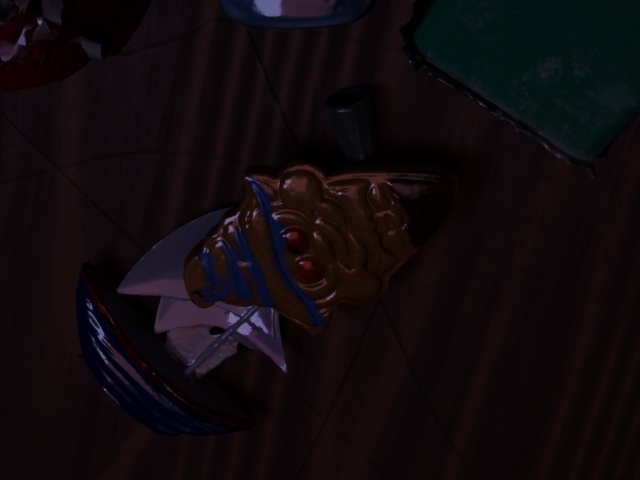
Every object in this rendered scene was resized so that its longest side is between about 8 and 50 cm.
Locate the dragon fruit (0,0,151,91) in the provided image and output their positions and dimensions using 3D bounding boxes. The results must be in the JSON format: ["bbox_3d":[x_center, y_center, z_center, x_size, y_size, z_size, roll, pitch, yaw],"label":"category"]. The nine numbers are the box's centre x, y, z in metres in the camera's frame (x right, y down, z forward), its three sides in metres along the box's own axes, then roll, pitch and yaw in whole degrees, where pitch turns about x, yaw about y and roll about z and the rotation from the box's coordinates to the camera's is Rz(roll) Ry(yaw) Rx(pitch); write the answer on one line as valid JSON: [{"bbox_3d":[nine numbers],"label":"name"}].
[{"bbox_3d":[-0.267,-0.262,1.523,0.295,0.302,0.296,-1,131,-1],"label":"dragon fruit"}]

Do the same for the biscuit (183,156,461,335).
[{"bbox_3d":[0.000,0.000,1.721,0.280,0.043,0.183,-19,122,19],"label":"biscuit"}]

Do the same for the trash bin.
[{"bbox_3d":[0.246,-0.254,1.429,0.259,0.295,0.381,32,126,-4],"label":"trash bin"}]

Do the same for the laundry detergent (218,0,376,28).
[{"bbox_3d":[-0.031,-0.320,1.562,0.143,0.094,0.290,1,118,18],"label":"laundry detergent"}]

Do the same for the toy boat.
[{"bbox_3d":[-0.118,0.049,1.803,0.219,0.072,0.318,22,118,-2],"label":"toy boat"}]

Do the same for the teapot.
[{"bbox_3d":[0.037,-0.079,1.707,0.042,0.043,0.111,-7,119,17],"label":"teapot"}]
